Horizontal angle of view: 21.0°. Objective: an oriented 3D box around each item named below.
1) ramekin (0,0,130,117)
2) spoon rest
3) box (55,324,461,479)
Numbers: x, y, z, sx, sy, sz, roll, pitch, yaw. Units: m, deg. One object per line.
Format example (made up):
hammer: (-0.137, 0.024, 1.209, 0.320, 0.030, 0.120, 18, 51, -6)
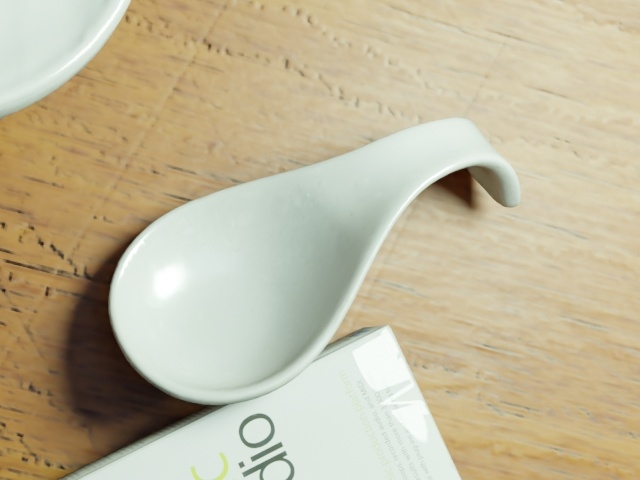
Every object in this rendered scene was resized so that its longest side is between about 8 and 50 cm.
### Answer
ramekin: (-0.239, -0.176, 0.971, 0.273, 0.127, 0.273, 4, 75, -16)
spoon rest: (0.000, 0.000, 1.046, 0.276, 0.084, 0.137, -30, 62, -19)
box: (-0.053, 0.220, 1.030, 0.322, 0.058, 0.232, -26, 91, -16)
